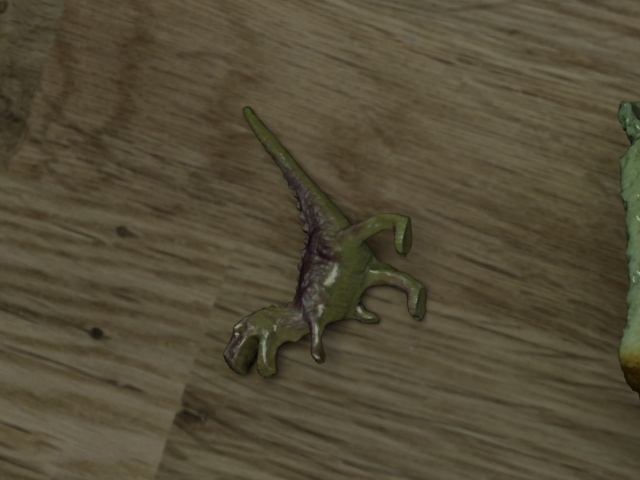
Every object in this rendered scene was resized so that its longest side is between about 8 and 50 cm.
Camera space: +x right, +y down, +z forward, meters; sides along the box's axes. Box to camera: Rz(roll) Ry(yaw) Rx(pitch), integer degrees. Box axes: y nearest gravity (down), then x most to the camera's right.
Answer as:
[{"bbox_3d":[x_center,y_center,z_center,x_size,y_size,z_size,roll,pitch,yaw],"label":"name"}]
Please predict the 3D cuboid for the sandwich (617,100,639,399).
[{"bbox_3d":[0.316,0.017,1.330,0.131,0.262,0.325,-8,54,24],"label":"sandwich"}]

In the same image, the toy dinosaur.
[{"bbox_3d":[-0.002,0.000,1.549,0.200,0.072,0.251,2,89,27],"label":"toy dinosaur"}]
